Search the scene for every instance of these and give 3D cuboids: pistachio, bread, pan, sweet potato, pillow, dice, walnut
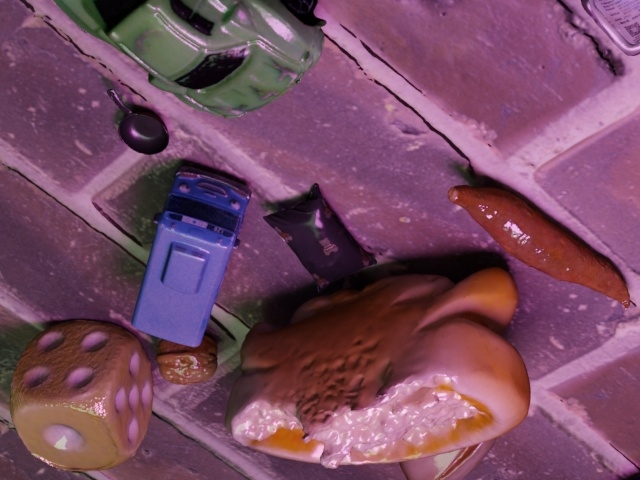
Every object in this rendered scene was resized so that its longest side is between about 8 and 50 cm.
[{"bbox_3d":[0.190,0.297,2.051,0.124,0.124,0.185,29,130,-14],"label":"pistachio"},{"bbox_3d":[0.067,0.177,1.866,0.424,0.245,0.329,-15,167,29],"label":"bread"},{"bbox_3d":[-0.239,-0.159,1.792,0.068,0.023,0.115,-13,131,26],"label":"pan"},{"bbox_3d":[0.282,0.007,1.793,0.314,0.066,0.072,34,138,-22],"label":"sweet potato"},{"bbox_3d":[0.000,0.001,1.868,0.090,0.048,0.150,-18,124,31],"label":"pillow"},{"bbox_3d":[-0.358,0.235,2.097,0.166,0.169,0.169,1,133,14],"label":"dice"},{"bbox_3d":[-0.200,0.176,2.066,0.096,0.079,0.082,-3,172,6],"label":"walnut"}]

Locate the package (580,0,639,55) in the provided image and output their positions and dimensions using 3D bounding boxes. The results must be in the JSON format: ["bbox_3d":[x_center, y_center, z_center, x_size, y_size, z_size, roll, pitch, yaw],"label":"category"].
[{"bbox_3d":[0.359,-0.294,1.513,0.171,0.027,0.173,-27,121,37],"label":"package"}]

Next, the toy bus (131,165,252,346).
[{"bbox_3d":[-0.177,0.026,1.877,0.116,0.133,0.234,19,135,-3],"label":"toy bus"}]

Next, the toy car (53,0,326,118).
[{"bbox_3d":[-0.172,-0.272,1.563,0.213,0.176,0.358,-29,121,36],"label":"toy car"}]

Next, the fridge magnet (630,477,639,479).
[{"bbox_3d":[0.557,0.451,2.111,0.265,0.113,0.265,7,132,8],"label":"fridge magnet"}]
